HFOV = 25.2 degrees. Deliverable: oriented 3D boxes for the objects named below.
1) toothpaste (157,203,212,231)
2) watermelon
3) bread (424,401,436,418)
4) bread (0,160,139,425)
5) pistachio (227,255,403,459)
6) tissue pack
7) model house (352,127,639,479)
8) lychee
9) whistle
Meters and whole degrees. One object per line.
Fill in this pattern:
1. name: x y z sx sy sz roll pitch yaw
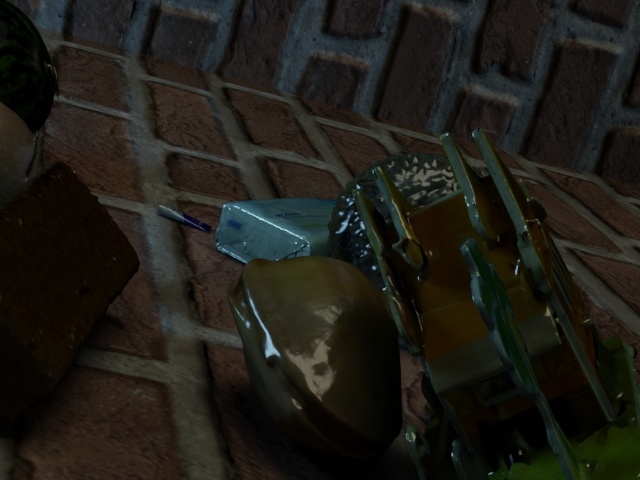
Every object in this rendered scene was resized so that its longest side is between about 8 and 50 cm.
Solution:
1. toothpaste: -0.199 -0.032 2.100 0.083 0.015 0.024 23 23 5
2. watermelon: -0.506 -0.233 2.046 0.269 0.269 0.269 16 14 -4
3. bread: 0.258 0.191 1.572 0.184 0.111 0.234 2 21 -43
4. bread: -0.291 0.041 1.418 0.165 0.113 0.416 50 11 -8
5. pistachio: 0.009 0.127 1.446 0.212 0.163 0.260 26 27 -28
6. tissue pack: 0.000 0.000 2.054 0.177 0.089 0.263 25 15 36
7. model house: 0.125 0.080 1.308 0.313 0.242 0.358 59 17 -11
8. lychee: 0.134 0.008 1.899 0.255 0.255 0.274 17 -13 2
9. whistle: -0.436 -0.093 1.757 0.189 0.189 0.348 15 3 -7
